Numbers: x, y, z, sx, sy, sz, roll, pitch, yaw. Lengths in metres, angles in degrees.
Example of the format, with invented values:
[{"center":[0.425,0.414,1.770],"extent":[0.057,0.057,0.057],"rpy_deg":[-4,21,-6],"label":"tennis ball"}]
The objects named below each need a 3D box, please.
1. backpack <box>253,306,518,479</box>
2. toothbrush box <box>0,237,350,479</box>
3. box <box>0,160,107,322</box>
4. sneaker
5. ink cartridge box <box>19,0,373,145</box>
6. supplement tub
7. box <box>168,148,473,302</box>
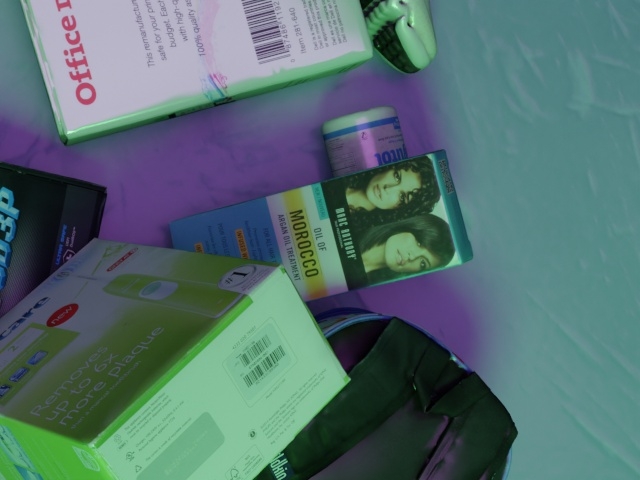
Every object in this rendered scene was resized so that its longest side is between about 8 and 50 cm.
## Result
[{"center":[0.023,0.193,1.462],"extent":[0.263,0.213,0.276],"rpy_deg":[-45,105,-3],"label":"backpack"},{"center":[-0.151,0.113,1.355],"extent":[0.206,0.283,0.122],"rpy_deg":[-43,116,-26],"label":"toothbrush box"},{"center":[-0.286,0.042,1.459],"extent":[0.175,0.051,0.220],"rpy_deg":[14,86,-36],"label":"box"},{"center":[0.066,-0.296,1.538],"extent":[0.118,0.110,0.292],"rpy_deg":[-16,92,-18],"label":"sneaker"},{"center":[-0.119,-0.214,1.493],"extent":[0.278,0.117,0.201],"rpy_deg":[-16,91,-10],"label":"ink cartridge box"},{"center":[0.046,-0.062,1.541],"extent":[0.071,0.071,0.107],"rpy_deg":[-15,91,-9],"label":"supplement tub"},{"center":[0.000,0.000,1.489],"extent":[0.244,0.060,0.100],"rpy_deg":[-15,92,15],"label":"box"}]
